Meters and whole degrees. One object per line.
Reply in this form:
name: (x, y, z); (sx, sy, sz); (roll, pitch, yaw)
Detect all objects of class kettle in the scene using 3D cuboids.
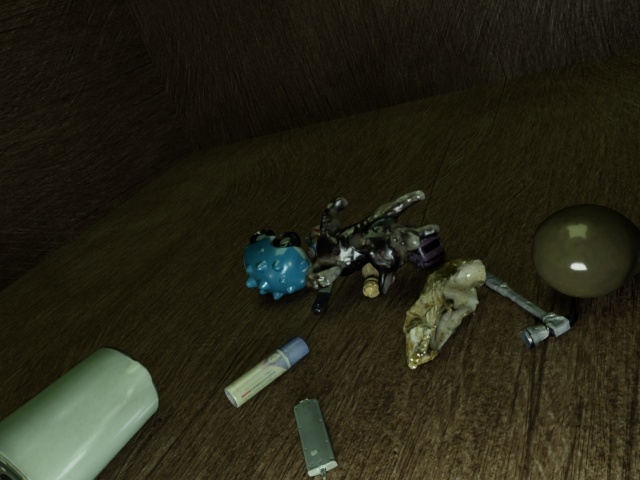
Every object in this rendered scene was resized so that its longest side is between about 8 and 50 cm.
kettle: (-0.614, 0.470, 1.526); (0.361, 0.250, 0.376); (-40, 3, 43)

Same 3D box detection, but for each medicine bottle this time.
medicine bottle: (-0.132, 0.326, 1.586); (0.231, 0.059, 0.059); (-34, 26, -26)

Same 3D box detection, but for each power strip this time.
power strip: (-0.011, 0.417, 1.324); (0.060, 0.027, 0.253); (-21, 23, -2)

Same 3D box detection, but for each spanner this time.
spanner: (0.027, 0.128, 1.934); (0.087, 0.024, 0.316); (-8, 26, 17)

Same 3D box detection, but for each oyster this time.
oyster: (0.283, 0.160, 1.500); (0.110, 0.166, 0.341); (16, 64, 42)

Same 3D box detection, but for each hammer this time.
hammer: (0.453, 0.130, 1.538); (0.152, 0.044, 0.427); (-25, 23, -10)

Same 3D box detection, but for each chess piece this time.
chess piece: (0.148, 0.111, 1.821); (0.066, 0.066, 0.122); (-14, 30, 18)

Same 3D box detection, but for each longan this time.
longan: (0.607, 0.025, 1.419); (0.248, 0.248, 0.248); (-18, 23, 8)

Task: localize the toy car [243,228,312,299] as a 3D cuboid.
toy car: (-0.147, 0.085, 1.970); (0.255, 0.188, 0.190); (9, 43, 46)

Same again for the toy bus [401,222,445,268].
toy bus: (0.284, 0.011, 1.869); (0.087, 0.098, 0.178); (-28, 24, -17)

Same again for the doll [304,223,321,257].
doll: (0.000, 0.000, 2.163); (0.114, 0.085, 0.152); (10, 42, 12)

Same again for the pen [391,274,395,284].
pen: (0.211, 0.076, 1.884); (0.026, 0.026, 0.218); (-16, 24, 13)

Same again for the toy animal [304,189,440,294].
toy animal: (0.128, 0.024, 1.731); (0.344, 0.194, 0.303); (-6, 38, 44)
